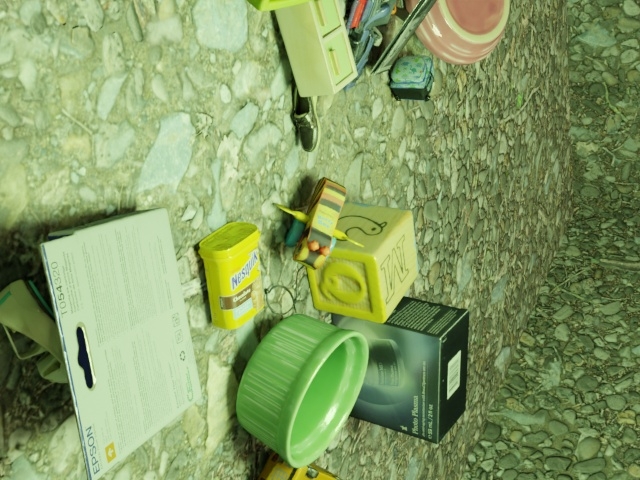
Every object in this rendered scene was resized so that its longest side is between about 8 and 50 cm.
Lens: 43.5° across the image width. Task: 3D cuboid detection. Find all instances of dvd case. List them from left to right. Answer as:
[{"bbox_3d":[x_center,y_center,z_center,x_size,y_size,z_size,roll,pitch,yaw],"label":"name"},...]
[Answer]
[{"bbox_3d":[0.199,-0.483,1.866,0.221,0.018,0.164,-53,177,22],"label":"dvd case"}]

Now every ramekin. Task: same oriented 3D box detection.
[{"bbox_3d":[-0.040,0.301,1.666,0.303,0.148,0.303,-44,146,-40],"label":"ramekin"}]

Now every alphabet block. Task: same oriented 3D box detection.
[{"bbox_3d":[0.097,0.046,1.839,0.197,0.192,0.193,-49,137,-45],"label":"alphabet block"}]

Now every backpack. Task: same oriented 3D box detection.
[{"bbox_3d":[0.235,-0.418,2.021,0.114,0.105,0.084,-68,150,-30],"label":"backpack"}]

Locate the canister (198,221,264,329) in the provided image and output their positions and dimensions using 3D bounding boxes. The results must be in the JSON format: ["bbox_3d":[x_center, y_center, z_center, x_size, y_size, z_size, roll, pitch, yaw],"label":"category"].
[{"bbox_3d":[-0.162,0.067,1.504,0.126,0.073,0.170,-39,133,-49],"label":"canister"}]

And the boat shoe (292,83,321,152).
[{"bbox_3d":[-0.035,-0.256,1.653,0.049,0.056,0.152,-17,104,-53],"label":"boat shoe"}]

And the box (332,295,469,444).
[{"bbox_3d":[0.195,0.304,1.984,0.183,0.294,0.296,-31,125,-51],"label":"box"}]

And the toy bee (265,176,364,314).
[{"bbox_3d":[0.000,0.000,1.649,0.195,0.162,0.298,4,78,-18],"label":"toy bee"}]

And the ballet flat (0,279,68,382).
[{"bbox_3d":[-0.386,0.151,1.144,0.086,0.086,0.248,-60,144,-31],"label":"ballet flat"}]

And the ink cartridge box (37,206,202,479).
[{"bbox_3d":[-0.296,0.133,1.160,0.330,0.071,0.324,-27,110,-69],"label":"ink cartridge box"}]

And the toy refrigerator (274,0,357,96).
[{"bbox_3d":[-0.014,-0.424,1.547,0.102,0.094,0.269,-46,128,-45],"label":"toy refrigerator"}]

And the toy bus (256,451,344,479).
[{"bbox_3d":[-0.036,0.558,1.811,0.108,0.130,0.333,-59,147,-10],"label":"toy bus"}]

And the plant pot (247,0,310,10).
[{"bbox_3d":[-0.068,-0.531,1.292,0.227,0.207,0.228,-35,160,-50],"label":"plant pot"}]

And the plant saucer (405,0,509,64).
[{"bbox_3d":[0.370,-0.624,2.064,0.332,0.084,0.332,1,88,-32],"label":"plant saucer"}]

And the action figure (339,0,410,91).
[{"bbox_3d":[0.086,-0.511,1.737,0.330,0.178,0.341,-34,157,-45],"label":"action figure"}]
